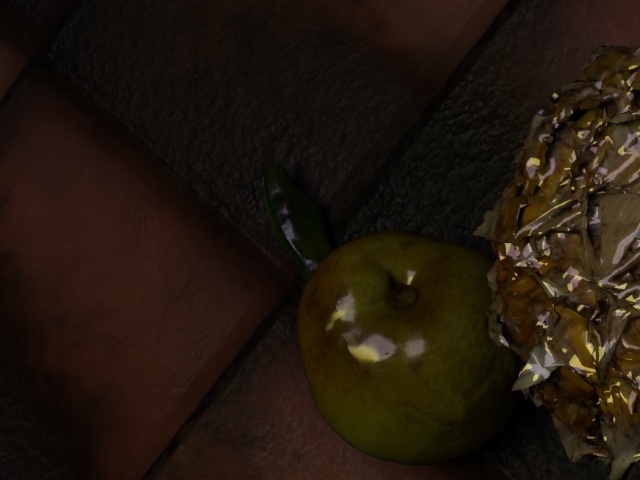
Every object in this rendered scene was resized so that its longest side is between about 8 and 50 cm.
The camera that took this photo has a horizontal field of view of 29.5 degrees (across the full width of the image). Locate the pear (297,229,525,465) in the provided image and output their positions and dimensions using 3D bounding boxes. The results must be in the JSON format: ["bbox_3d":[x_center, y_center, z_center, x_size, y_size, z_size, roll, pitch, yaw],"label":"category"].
[{"bbox_3d":[0.073,0.085,0.977,0.200,0.200,0.200,-11,68,28],"label":"pear"}]

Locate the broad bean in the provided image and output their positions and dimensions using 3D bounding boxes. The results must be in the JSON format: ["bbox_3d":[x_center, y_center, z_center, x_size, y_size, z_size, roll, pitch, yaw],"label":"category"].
[{"bbox_3d":[-0.004,0.007,1.136,0.061,0.046,0.195,-42,61,-2],"label":"broad bean"}]

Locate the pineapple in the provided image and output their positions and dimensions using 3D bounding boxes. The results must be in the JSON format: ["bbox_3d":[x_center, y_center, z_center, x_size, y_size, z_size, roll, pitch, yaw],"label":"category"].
[{"bbox_3d":[0.279,0.027,0.813,0.352,0.300,0.352,-9,73,33],"label":"pineapple"}]
